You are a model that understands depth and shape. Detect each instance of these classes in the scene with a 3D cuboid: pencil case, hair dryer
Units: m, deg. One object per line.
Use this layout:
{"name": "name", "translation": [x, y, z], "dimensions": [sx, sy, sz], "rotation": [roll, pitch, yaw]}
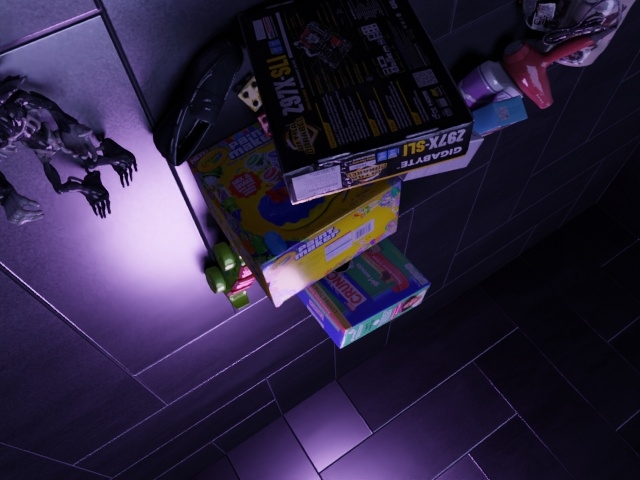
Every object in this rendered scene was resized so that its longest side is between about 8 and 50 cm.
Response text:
{"name": "pencil case", "translation": [0.651, -0.598, 1.182], "dimensions": [0.184, 0.159, 0.410], "rotation": [-12, 145, -22]}
{"name": "hair dryer", "translation": [0.551, -0.438, 1.226], "dimensions": [0.293, 0.224, 0.080], "rotation": [84, 30, -53]}

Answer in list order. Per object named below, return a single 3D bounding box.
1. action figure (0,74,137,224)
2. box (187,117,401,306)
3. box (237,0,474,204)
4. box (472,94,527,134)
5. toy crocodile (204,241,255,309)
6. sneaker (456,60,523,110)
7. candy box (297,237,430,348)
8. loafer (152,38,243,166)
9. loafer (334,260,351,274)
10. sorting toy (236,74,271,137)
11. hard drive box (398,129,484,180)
{"name": "action figure", "translation": [-0.375, -0.115, 0.698], "dimensions": [0.164, 0.141, 0.276], "rotation": [-42, 156, 11]}
{"name": "box", "translation": [-0.048, -0.083, 0.992], "dimensions": [0.290, 0.279, 0.177], "rotation": [-32, 152, -13]}
{"name": "box", "translation": [0.038, -0.232, 0.748], "dimensions": [0.257, 0.321, 0.079], "rotation": [-17, 152, -1]}
{"name": "box", "translation": [0.393, -0.290, 1.312], "dimensions": [0.101, 0.060, 0.244], "rotation": [-20, -178, -25]}
{"name": "toy crocodile", "translation": [-0.188, 0.065, 1.210], "dimensions": [0.115, 0.105, 0.340], "rotation": [-22, 162, -30]}
{"name": "sneaker", "translation": [0.410, -0.379, 1.328], "dimensions": [0.161, 0.102, 0.282], "rotation": [-33, 166, 36]}
{"name": "candy box", "translation": [0.114, 0.131, 1.539], "dimensions": [0.317, 0.268, 0.122], "rotation": [-26, 146, -25]}
{"name": "loafer", "translation": [-0.189, -0.216, 0.831], "dimensions": [0.223, 0.078, 0.076], "rotation": [-49, 152, 21]}
{"name": "loafer", "translation": [0.000, 0.000, 1.346], "dimensions": [0.134, 0.130, 0.366], "rotation": [-44, 153, 11]}
{"name": "sorting toy", "translation": [-0.012, -0.288, 0.924], "dimensions": [0.275, 0.046, 0.132], "rotation": [-32, 130, -12]}
{"name": "hard drive box", "translation": [0.230, -0.242, 1.197], "dimensions": [0.232, 0.181, 0.089], "rotation": [-17, 145, -38]}
